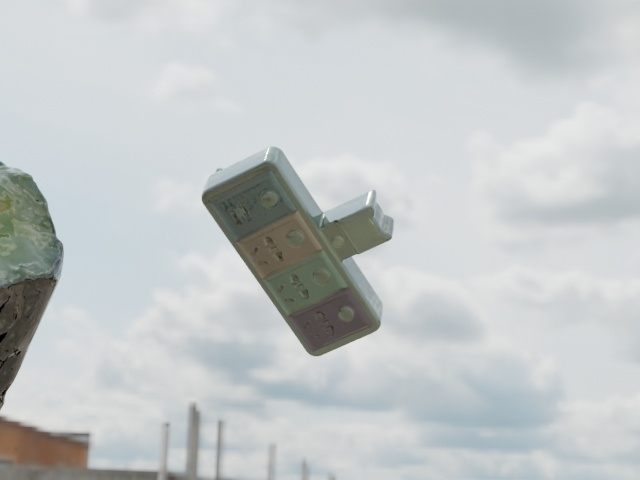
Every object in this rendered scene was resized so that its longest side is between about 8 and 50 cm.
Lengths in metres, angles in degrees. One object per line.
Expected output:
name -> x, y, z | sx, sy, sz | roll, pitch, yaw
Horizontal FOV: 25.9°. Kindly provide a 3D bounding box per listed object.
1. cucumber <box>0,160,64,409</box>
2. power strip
cucumber -> -0.179, 0.101, 0.516 | 0.072, 0.072, 0.300 | 11, -57, -35
power strip -> 0.000, 0.000, 1.353 | 0.145, 0.061, 0.216 | -23, -64, 21
